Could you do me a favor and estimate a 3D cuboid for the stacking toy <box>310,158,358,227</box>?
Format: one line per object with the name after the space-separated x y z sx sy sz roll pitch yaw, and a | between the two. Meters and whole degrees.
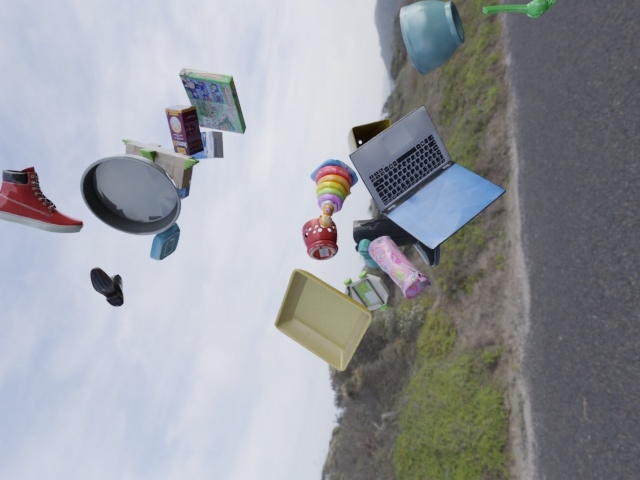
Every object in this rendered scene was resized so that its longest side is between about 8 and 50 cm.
0.040 -0.174 1.803 0.166 0.175 0.302 -34 32 43 | stacking toy

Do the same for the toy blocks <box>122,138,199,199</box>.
-0.754 -0.294 2.036 0.191 0.381 0.261 -62 -14 -70 | toy blocks

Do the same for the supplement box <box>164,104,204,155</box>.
-0.564 -0.459 1.824 0.081 0.104 0.188 -37 -47 -45 | supplement box

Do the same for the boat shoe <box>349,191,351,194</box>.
0.080 -0.219 2.105 0.049 0.137 0.043 48 -156 -63 | boat shoe

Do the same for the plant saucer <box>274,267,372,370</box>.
0.013 0.285 1.649 0.081 0.333 0.333 -42 -22 -51 | plant saucer

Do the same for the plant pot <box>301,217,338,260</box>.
0.000 0.000 2.330 0.191 0.191 0.174 87 178 -55 | plant pot

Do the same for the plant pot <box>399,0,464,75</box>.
0.484 -0.876 1.843 0.293 0.196 0.293 25 -121 -50 | plant pot

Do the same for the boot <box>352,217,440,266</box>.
0.406 0.020 2.362 0.146 0.445 0.367 -95 -6 -51 | boot

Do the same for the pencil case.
0.316 0.103 1.782 0.284 0.124 0.124 52 155 37 | pencil case

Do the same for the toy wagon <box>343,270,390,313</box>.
0.248 0.338 2.692 0.267 0.344 0.068 56 -147 -12 | toy wagon

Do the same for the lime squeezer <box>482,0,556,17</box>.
0.610 -0.684 1.220 0.110 0.310 0.059 54 178 26 | lime squeezer

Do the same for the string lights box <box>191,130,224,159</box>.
-0.613 -0.476 2.222 0.077 0.259 0.133 -13 -76 -58 | string lights box

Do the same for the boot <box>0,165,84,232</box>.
-0.846 -0.126 1.346 0.088 0.244 0.176 30 102 65 | boot

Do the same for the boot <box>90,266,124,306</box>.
-0.890 0.171 1.834 0.106 0.082 0.219 -112 8 -50 | boot

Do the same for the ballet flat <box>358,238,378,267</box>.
0.234 0.055 2.030 0.247 0.083 0.087 48 -131 -63 | ballet flat

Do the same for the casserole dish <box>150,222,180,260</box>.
-0.563 0.011 1.604 0.114 0.037 0.188 -41 -10 -43 | casserole dish

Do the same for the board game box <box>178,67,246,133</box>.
-0.448 -0.583 1.866 0.317 0.213 0.046 88 -167 -65 | board game box

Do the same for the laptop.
0.392 -0.248 1.616 0.408 0.382 0.236 58 165 -15 | laptop

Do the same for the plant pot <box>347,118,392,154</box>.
0.247 -0.474 2.227 0.187 0.212 0.212 -174 68 -75 | plant pot

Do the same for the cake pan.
-0.573 -0.142 1.348 0.054 0.293 0.293 -92 3 -49 | cake pan
